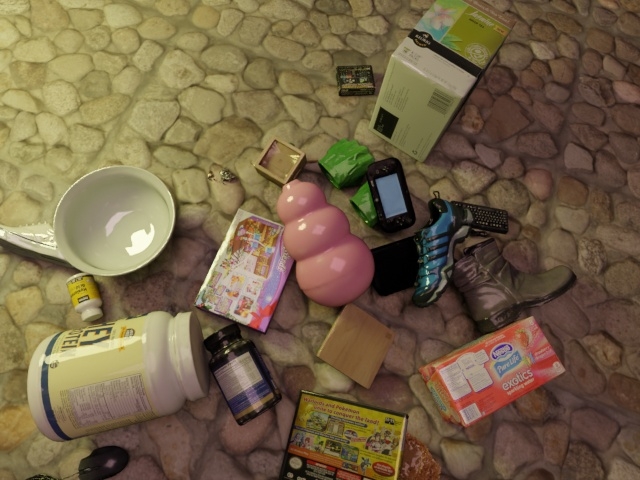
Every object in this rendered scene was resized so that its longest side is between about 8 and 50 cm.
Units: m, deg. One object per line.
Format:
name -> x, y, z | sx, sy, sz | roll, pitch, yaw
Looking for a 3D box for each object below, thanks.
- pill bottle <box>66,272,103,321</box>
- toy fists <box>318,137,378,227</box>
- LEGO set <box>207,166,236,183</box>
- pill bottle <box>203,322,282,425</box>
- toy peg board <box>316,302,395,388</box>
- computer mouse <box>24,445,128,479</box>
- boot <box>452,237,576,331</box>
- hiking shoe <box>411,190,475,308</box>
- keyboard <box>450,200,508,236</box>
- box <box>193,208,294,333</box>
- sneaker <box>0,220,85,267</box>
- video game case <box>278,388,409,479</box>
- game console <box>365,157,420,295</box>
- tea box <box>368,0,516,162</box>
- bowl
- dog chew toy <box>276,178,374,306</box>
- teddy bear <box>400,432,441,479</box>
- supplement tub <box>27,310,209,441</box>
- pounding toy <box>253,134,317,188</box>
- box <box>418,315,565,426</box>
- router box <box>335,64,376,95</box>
pill bottle -> -0.602, 0.147, 1.068 | 0.065, 0.065, 0.117 | -25, 76, -12
toy fists -> 0.125, -0.175, 1.225 | 0.142, 0.096, 0.279 | -38, 80, -5
LEGO set -> -0.294, -0.194, 1.229 | 0.083, 0.023, 0.054 | -12, 73, -9
pill bottle -> -0.195, 0.321, 1.016 | 0.122, 0.123, 0.219 | -28, 76, -13
toy peg board -> 0.085, 0.271, 1.092 | 0.160, 0.079, 0.161 | 35, 72, -10
computer mouse -> -0.568, 0.537, 0.955 | 0.241, 0.041, 0.071 | -17, 75, -9
boot -> 0.524, 0.085, 1.147 | 0.337, 0.118, 0.223 | -24, 81, -16
hiking shoe -> 0.293, 0.029, 1.110 | 0.131, 0.113, 0.304 | 28, 75, -7
keyboard -> 0.478, -0.060, 1.253 | 0.179, 0.023, 0.108 | 10, 71, -1
box -> -0.186, 0.081, 1.130 | 0.200, 0.057, 0.294 | 21, 71, 2
sneaker -> -0.753, -0.006, 1.102 | 0.257, 0.094, 0.092 | 19, 59, -6
video game case -> 0.049, 0.500, 0.956 | 0.274, 0.035, 0.249 | 4, 64, 24
game console -> 0.203, -0.042, 1.151 | 0.212, 0.044, 0.362 | -18, 95, -14
tea box -> 0.337, -0.471, 1.215 | 0.219, 0.329, 0.324 | 33, 73, 7
bowl -> -0.518, -0.036, 1.099 | 0.297, 0.134, 0.299 | 1, 71, -4
dog chew toy -> 0.000, 0.000, 1.064 | 0.206, 0.206, 0.332 | -29, 97, -13
teddy bear -> 0.124, 0.601, 0.967 | 0.244, 0.113, 0.338 | 20, 71, 21
supplement tub -> -0.436, 0.295, 0.944 | 0.324, 0.235, 0.236 | -12, 73, -9
pounding toy -> -0.099, -0.231, 1.232 | 0.130, 0.100, 0.141 | 31, 83, 6
box -> 0.425, 0.328, 1.056 | 0.299, 0.142, 0.154 | -23, 75, -12
router box -> 0.115, -0.526, 1.367 | 0.122, 0.038, 0.092 | -4, 72, -6
